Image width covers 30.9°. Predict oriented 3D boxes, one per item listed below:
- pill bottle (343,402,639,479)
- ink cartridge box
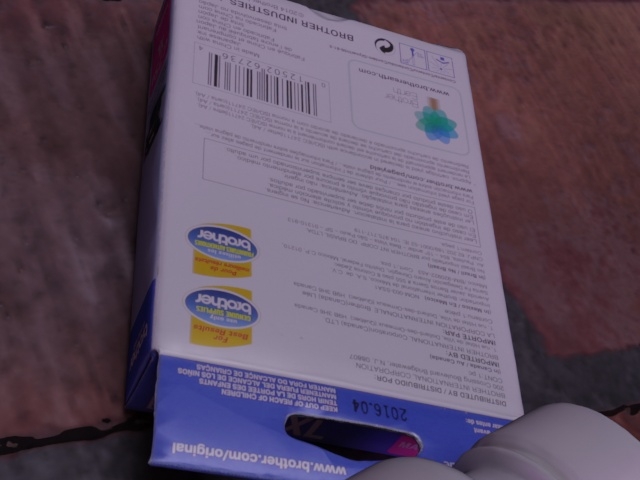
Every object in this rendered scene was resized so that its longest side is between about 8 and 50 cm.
[{"bbox_3d":[0.024,0.152,0.409,0.229,0.131,0.131,-24,67,-28],"label":"pill bottle"},{"bbox_3d":[0.000,0.000,0.597,0.185,0.065,0.311,13,47,-19],"label":"ink cartridge box"}]
